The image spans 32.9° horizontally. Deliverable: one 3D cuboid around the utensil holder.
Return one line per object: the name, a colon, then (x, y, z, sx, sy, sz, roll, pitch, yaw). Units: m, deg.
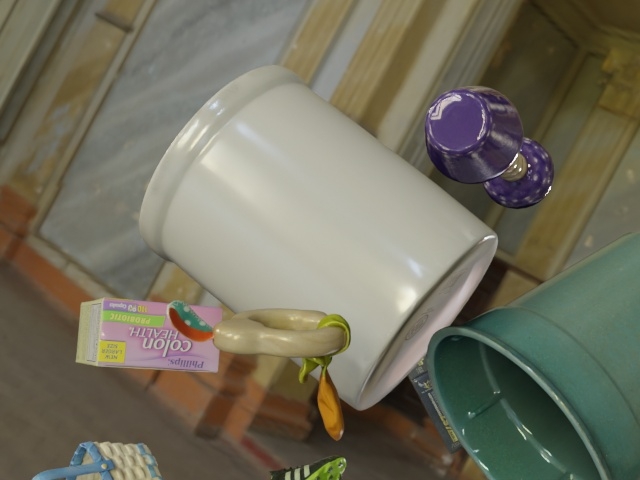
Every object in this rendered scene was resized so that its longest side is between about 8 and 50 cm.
utensil holder: (0.000, 0.000, 1.496, 0.385, 0.327, 0.327, 39, 4, 17)

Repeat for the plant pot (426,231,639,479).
plant pot: (0.379, 0.174, 1.468, 0.341, 0.334, 0.341, 45, -25, 28)

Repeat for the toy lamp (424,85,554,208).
toy lamp: (0.143, -0.076, 0.911, 0.080, 0.080, 0.274, 29, 4, 18)

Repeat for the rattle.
rattle: (-0.071, 0.136, 1.151, 0.199, 0.143, 0.130, -3, 28, -29)

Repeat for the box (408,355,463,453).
box: (0.240, 0.329, 2.305, 0.183, 0.059, 0.233, 61, 0, -9)

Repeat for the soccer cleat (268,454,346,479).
soccer cleat: (-0.036, 0.374, 1.692, 0.179, 0.060, 0.072, -22, 37, -38)

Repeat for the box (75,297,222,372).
box: (-0.315, 0.173, 1.960, 0.213, 0.117, 0.243, 6, -6, -20)

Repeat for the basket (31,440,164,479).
basket: (-0.486, 0.547, 2.251, 0.289, 0.255, 0.201, -8, 46, -42)
